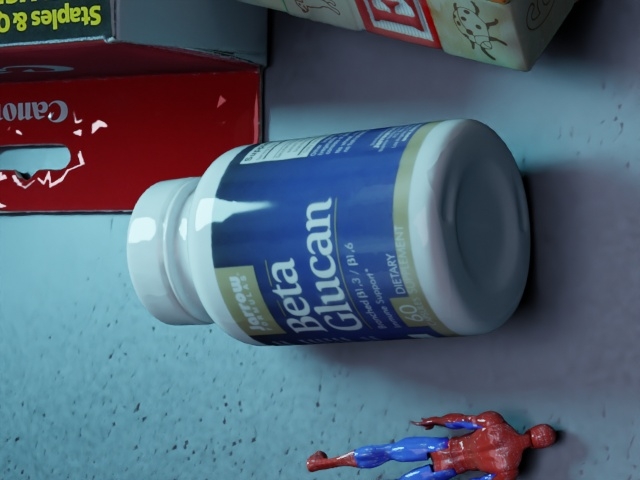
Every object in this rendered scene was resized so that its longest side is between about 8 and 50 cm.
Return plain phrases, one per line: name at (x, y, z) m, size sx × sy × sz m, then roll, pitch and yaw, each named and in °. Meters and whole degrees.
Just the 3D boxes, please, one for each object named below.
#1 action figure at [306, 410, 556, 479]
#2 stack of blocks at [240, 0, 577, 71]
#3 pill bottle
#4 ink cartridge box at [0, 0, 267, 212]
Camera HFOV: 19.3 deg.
action figure at (0.052, 0.098, 0.847) m, size 0.115 × 0.030 × 0.038 m, roll -15°, pitch 86°, yaw 26°
stack of blocks at (0.000, -0.213, 0.738) m, size 0.171 × 0.297 × 0.087 m, roll 19°, pitch 60°, yaw 31°
pill bottle at (0.000, 0.000, 0.844) m, size 0.169 × 0.094 × 0.094 m, roll -5°, pitch 85°, yaw 33°
ink cartridge box at (-0.184, -0.150, 0.947) m, size 0.309 × 0.130 × 0.272 m, roll -1°, pitch 88°, yaw 32°
